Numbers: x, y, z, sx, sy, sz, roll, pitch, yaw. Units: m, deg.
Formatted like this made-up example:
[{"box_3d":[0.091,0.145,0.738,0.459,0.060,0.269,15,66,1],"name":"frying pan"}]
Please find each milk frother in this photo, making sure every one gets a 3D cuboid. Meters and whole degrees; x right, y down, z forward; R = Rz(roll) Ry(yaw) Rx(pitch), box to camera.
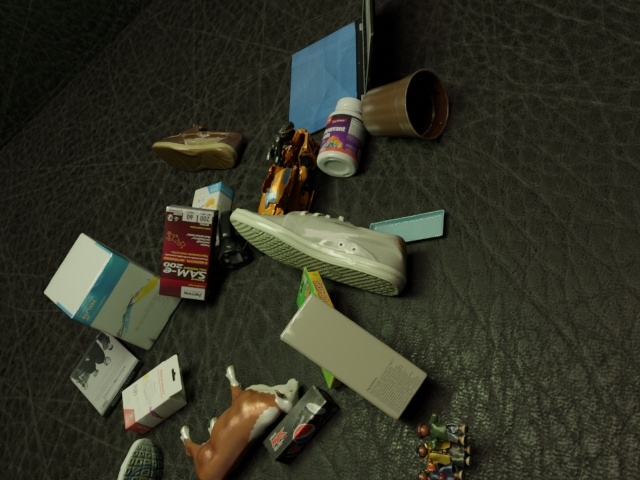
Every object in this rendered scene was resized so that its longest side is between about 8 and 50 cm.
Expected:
[{"box_3d":[-0.205,-0.013,1.784,0.143,0.129,0.134,0,52,-12],"name":"milk frother"}]

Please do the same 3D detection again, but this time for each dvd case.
[{"box_3d":[-0.618,0.373,1.894,0.239,0.029,0.179,25,80,44],"name":"dvd case"}]

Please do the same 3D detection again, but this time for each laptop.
[{"box_3d":[0.022,-0.542,1.844,0.237,0.408,0.381,0,58,0],"name":"laptop"}]

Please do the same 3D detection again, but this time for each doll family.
[{"box_3d":[0.212,0.412,1.180,0.111,0.076,0.192,-6,62,30],"name":"doll family"}]

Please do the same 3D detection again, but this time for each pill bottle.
[{"box_3d":[0.062,-0.271,1.716,0.108,0.108,0.193,-5,60,36],"name":"pill bottle"}]

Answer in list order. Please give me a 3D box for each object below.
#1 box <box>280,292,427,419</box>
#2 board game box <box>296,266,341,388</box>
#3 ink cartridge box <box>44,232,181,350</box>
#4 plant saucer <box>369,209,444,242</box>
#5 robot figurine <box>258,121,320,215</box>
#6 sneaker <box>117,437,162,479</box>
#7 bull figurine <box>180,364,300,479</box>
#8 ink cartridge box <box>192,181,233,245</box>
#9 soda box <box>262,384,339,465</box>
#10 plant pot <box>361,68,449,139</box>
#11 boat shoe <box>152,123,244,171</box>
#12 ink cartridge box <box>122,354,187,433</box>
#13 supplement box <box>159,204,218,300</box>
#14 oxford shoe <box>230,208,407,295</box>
[{"box_3d":[0.062,0.225,1.291,0.275,0.094,0.113,36,84,3],"name":"box"},{"box_3d":[0.003,0.187,1.468,0.259,0.039,0.124,-118,31,-41],"name":"board game box"},{"box_3d":[-0.566,0.145,1.829,0.198,0.270,0.197,23,80,45],"name":"ink cartridge box"},{"box_3d":[0.197,-0.022,1.513,0.192,0.018,0.067,-10,57,33],"name":"plant saucer"},{"box_3d":[-0.069,-0.155,1.691,0.085,0.211,0.290,8,75,27],"name":"robot figurine"},{"box_3d":[-0.473,0.618,1.568,0.129,0.111,0.297,-9,57,41],"name":"sneaker"},{"box_3d":[-0.183,0.403,1.481,0.310,0.101,0.188,-49,40,-2],"name":"bull figurine"},{"box_3d":[-0.323,-0.071,1.924,0.104,0.061,0.181,-16,55,31],"name":"ink cartridge box"},{"box_3d":[-0.041,0.394,1.405,0.169,0.053,0.060,-50,44,2],"name":"soda box"},{"box_3d":[0.199,-0.323,1.615,0.165,0.167,0.167,3,65,48],"name":"plant pot"},{"box_3d":[-0.384,-0.302,2.093,0.342,0.123,0.123,4,57,36],"name":"boat shoe"},{"box_3d":[-0.412,0.394,1.690,0.198,0.067,0.115,-36,46,17],"name":"ink cartridge box"},{"box_3d":[-0.352,0.032,1.762,0.130,0.073,0.239,6,98,1],"name":"supplement box"},{"box_3d":[0.000,0.000,1.510,0.450,0.169,0.130,17,69,22],"name":"oxford shoe"}]
